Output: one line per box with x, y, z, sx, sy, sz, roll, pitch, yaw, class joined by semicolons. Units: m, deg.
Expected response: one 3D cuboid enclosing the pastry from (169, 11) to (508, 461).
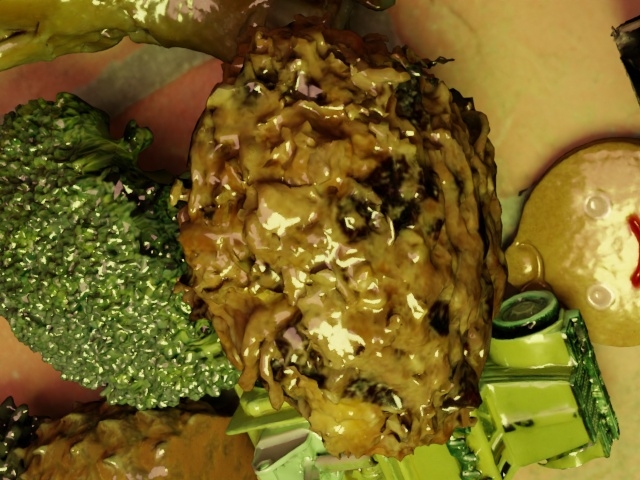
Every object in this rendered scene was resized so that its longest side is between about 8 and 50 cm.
0.000;0.000;0.725;0.193;0.275;0.275;-2;102;25;pastry

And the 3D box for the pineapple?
-0.192;0.178;0.957;0.278;0.158;0.158;5;104;27;pineapple

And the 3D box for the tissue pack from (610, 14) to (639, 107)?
0.363;-0.099;0.670;0.370;0.198;0.210;-21;88;14;tissue pack

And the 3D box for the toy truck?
0.066;0.135;0.850;0.259;0.135;0.128;-16;110;18;toy truck

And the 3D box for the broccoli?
-0.139;0.012;0.875;0.226;0.176;0.198;11;135;-1;broccoli

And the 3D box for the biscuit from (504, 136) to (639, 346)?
0.244;0.002;0.832;0.248;0.035;0.184;1;103;17;biscuit

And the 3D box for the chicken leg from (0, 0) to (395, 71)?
-0.163;-0.170;0.852;0.429;0.201;0.153;11;148;5;chicken leg
